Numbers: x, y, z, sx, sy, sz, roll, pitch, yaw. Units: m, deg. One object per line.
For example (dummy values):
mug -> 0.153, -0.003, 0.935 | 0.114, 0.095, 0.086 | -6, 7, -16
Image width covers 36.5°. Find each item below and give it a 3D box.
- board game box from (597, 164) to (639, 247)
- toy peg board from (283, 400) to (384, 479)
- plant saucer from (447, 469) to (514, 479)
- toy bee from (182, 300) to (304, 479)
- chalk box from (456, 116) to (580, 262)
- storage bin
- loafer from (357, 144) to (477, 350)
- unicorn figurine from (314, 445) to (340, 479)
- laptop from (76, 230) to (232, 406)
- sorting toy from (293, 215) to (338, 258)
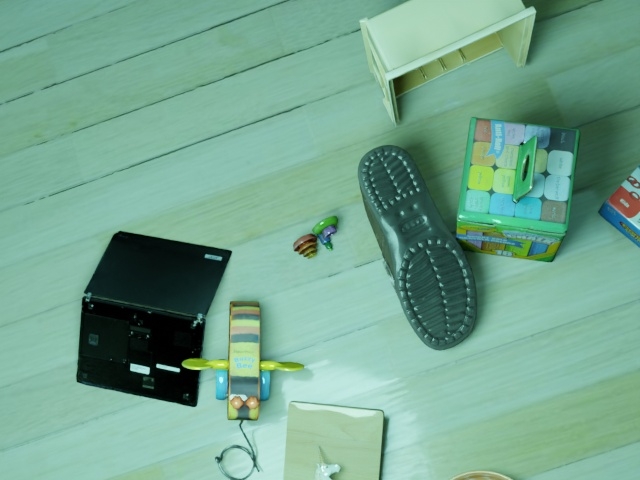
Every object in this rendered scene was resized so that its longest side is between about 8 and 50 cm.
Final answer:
board game box -> 0.694, -0.065, 1.644 | 0.308, 0.086, 0.302 | 42, 85, 15
toy peg board -> 0.026, 0.355, 1.651 | 0.161, 0.079, 0.161 | 4, 93, 10
plant saucer -> 0.266, 0.479, 1.585 | 0.200, 0.037, 0.200 | -5, 69, 13
toy bee -> -0.119, 0.241, 1.642 | 0.195, 0.162, 0.298 | -19, 81, -11
chalk box -> 0.319, -0.087, 1.597 | 0.179, 0.289, 0.180 | 8, 77, 10
storage bin -> 0.218, -0.335, 1.687 | 0.262, 0.260, 0.123 | -25, 75, 1
loafer -> 0.168, 0.010, 1.685 | 0.134, 0.130, 0.366 | -19, 91, -3
unicorn figurine -> 0.045, 0.424, 1.578 | 0.111, 0.060, 0.162 | 0, 95, 9
laptop -> -0.304, 0.140, 1.773 | 0.234, 0.136, 0.264 | 10, 103, 11
sorting toy -> 0.000, 0.000, 1.740 | 0.102, 0.061, 0.042 | -37, 73, 22
